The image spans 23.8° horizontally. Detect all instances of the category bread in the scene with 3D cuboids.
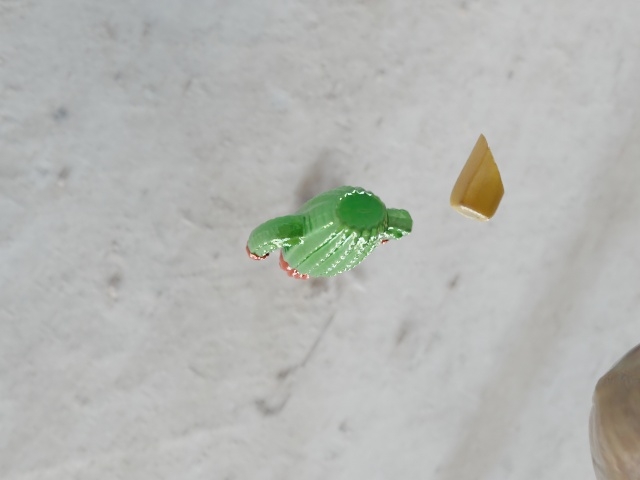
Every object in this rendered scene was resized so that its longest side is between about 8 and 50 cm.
[{"bbox_3d":[0.206,-0.077,1.908,0.103,0.062,0.049,-63,164,-4],"label":"bread"}]

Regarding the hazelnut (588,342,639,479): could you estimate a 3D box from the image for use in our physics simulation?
[{"bbox_3d":[0.527,0.245,1.957,0.359,0.359,0.409,-33,180,-35],"label":"hazelnut"}]

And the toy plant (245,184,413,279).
[{"bbox_3d":[-0.006,-0.002,1.758,0.154,0.240,0.088,7,72,-45],"label":"toy plant"}]
